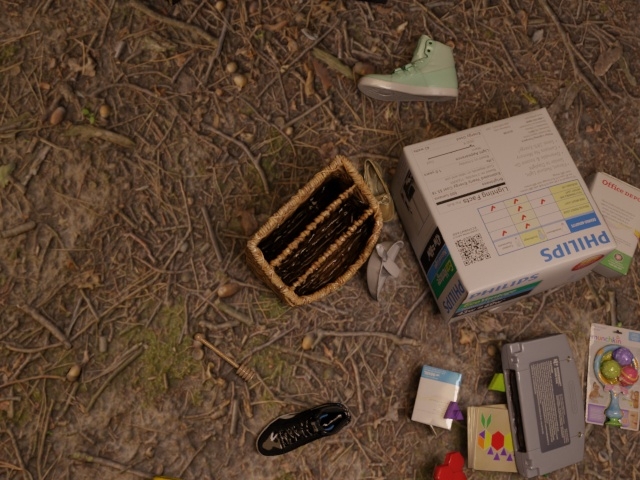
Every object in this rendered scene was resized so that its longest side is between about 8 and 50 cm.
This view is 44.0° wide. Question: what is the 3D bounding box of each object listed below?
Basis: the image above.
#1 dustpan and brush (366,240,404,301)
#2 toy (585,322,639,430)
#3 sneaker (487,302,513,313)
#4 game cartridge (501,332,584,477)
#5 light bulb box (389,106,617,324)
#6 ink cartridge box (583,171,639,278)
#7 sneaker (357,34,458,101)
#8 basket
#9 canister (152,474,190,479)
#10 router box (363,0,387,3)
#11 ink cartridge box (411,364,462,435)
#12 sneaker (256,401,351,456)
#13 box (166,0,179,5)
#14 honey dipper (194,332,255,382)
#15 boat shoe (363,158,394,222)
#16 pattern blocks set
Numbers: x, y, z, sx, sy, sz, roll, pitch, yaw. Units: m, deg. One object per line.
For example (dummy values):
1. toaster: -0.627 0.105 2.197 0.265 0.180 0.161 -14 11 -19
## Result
1. dustpan and brush: 0.141 0.046 1.759 0.060 0.211 0.147 18 75 31
2. toy: 0.705 0.320 1.870 0.136 0.056 0.237 11 79 -8
3. sneaker: 0.458 0.090 1.875 0.212 0.080 0.094 -33 73 -18
4. game cartridge: 0.511 0.367 1.796 0.198 0.062 0.297 -5 87 -36
5. light bulb box: 0.390 -0.054 1.767 0.357 0.225 0.361 -16 69 -10
6. ink cartridge box: 0.684 -0.037 1.912 0.154 0.093 0.213 25 79 -4
7. sneaker: 0.206 -0.417 1.908 0.255 0.094 0.151 -1 86 -18
8. basket: 0.000 0.000 1.741 0.299 0.223 0.213 -43 88 -14
9. canister: -0.311 0.591 1.668 0.126 0.073 0.170 12 77 -6
10. router box: 0.026 -0.726 1.944 0.308 0.081 0.243 4 80 -7
11. ink cartridge box: 0.258 0.361 1.770 0.089 0.092 0.143 13 78 12
12. sneaker: -0.037 0.404 1.715 0.216 0.121 0.079 -23 83 -11
13. box: -0.264 -0.693 1.774 0.257 0.322 0.079 -40 86 -13
14. honey dipper: -0.215 0.258 1.762 0.160 0.030 0.030 37 77 1
15. boat shoe: 0.133 -0.117 1.860 0.056 0.048 0.153 -15 80 16
16. pattern blocks set: 0.396 0.440 1.763 0.324 0.026 0.286 21 74 -27
